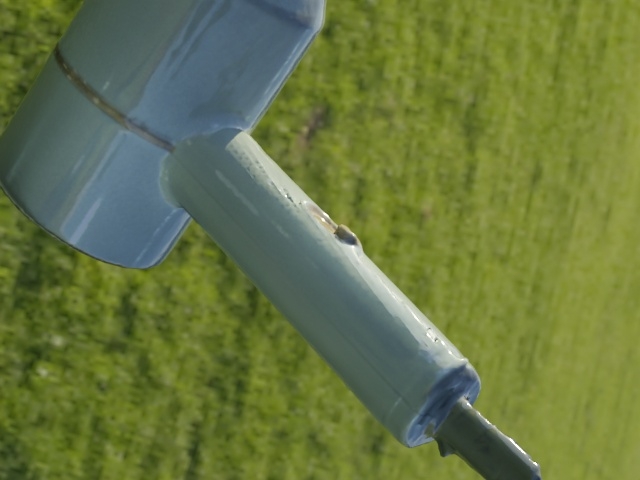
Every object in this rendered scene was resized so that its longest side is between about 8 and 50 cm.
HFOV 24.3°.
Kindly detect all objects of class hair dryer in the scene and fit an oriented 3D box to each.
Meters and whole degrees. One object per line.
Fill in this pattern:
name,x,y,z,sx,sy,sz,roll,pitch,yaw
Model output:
hair dryer,0.000,0.000,0.693,0.173,0.357,0.107,-54,153,20
